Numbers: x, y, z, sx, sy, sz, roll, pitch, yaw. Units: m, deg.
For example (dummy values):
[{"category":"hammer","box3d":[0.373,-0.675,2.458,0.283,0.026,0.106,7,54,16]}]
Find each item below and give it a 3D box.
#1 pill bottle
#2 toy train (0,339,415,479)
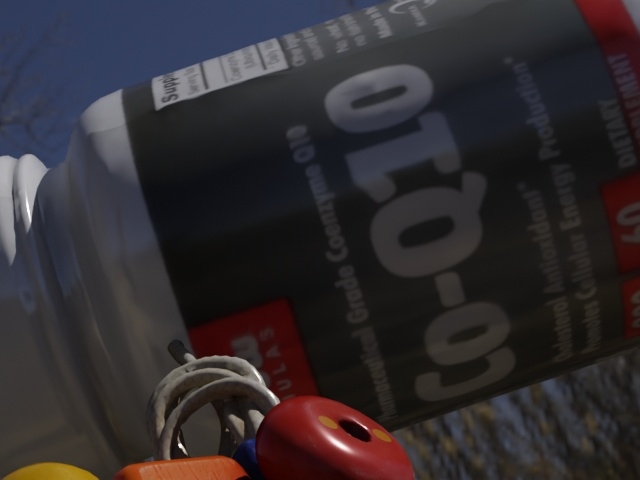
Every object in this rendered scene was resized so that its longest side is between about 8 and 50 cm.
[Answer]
[{"category":"pill bottle","box3d":[0.000,0.000,0.561,0.283,0.161,0.161,-19,-17,-1]},{"category":"toy train","box3d":[-0.057,0.073,0.341,0.143,0.248,0.105,21,-75,-33]}]
